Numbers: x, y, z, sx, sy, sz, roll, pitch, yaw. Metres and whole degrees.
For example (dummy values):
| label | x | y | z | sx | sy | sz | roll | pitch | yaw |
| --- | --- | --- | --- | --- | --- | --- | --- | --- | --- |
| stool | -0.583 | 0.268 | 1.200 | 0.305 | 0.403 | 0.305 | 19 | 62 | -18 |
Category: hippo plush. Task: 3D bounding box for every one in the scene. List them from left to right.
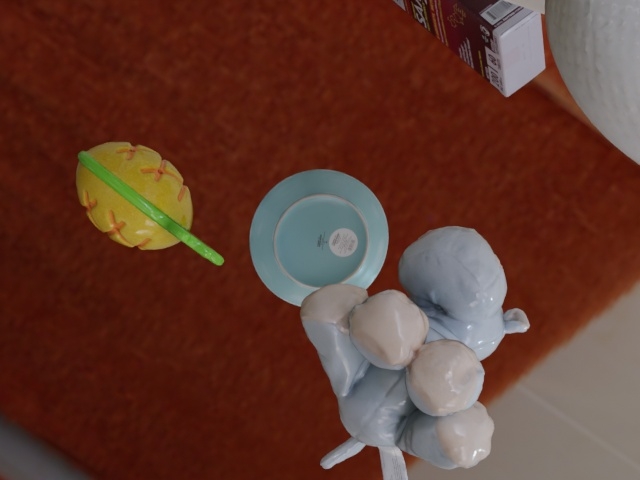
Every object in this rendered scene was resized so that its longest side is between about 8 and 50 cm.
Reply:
| label | x | y | z | sx | sy | sz | roll | pitch | yaw |
| --- | --- | --- | --- | --- | --- | --- | --- | --- | --- |
| hippo plush | 0.139 | 0.122 | 1.785 | 0.236 | 0.234 | 0.294 | -39 | 136 | -32 |

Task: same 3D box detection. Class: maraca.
| label | x | y | z | sx | sy | sz | roll | pitch | yaw |
| --- | --- | --- | --- | --- | --- | --- | --- | --- | --- |
| maraca | -0.175 | -0.034 | 1.675 | 0.099 | 0.185 | 0.127 | -54 | 164 | 2 |

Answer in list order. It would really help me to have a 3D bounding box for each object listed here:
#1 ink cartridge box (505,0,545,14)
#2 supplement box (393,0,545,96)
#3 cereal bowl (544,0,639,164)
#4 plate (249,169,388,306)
| label | x | y | z | sx | sy | sz | roll | pitch | yaw |
| --- | --- | --- | --- | --- | --- | --- | --- | --- | --- |
| ink cartridge box | 0.217 | -0.364 | 1.606 | 0.168 | 0.171 | 0.233 | -31 | 139 | -53 |
| supplement box | 0.184 | -0.308 | 2.122 | 0.073 | 0.239 | 0.130 | -36 | 147 | -13 |
| cereal bowl | 0.365 | -0.202 | 1.357 | 0.339 | 0.339 | 0.141 | -60 | 175 | -33 |
| plate | 0.000 | 0.000 | 2.161 | 0.188 | 0.188 | 0.024 | -55 | -168 | 3 |
